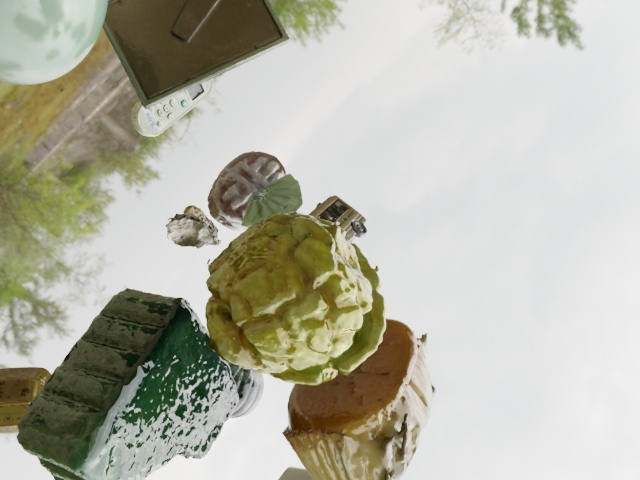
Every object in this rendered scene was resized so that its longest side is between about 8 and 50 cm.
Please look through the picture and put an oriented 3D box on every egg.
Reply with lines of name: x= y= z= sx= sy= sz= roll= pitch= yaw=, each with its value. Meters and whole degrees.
egg: x=-0.464 y=-0.401 z=0.928 sx=0.276 sy=0.276 sz=0.389 roll=-57 pitch=-176 yaw=-29

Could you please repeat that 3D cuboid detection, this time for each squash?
squash: x=-0.256 y=0.385 z=1.674 sx=0.172 sy=0.218 sz=0.218 roll=-49 pitch=-160 yaw=6

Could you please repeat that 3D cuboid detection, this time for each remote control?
remote control: x=-0.313 y=-0.300 z=1.304 sx=0.042 sy=0.078 sz=0.221 roll=11 pitch=-132 yaw=39

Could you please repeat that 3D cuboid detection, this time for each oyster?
oyster: x=-0.224 y=-0.026 z=1.099 sx=0.148 sy=0.103 sz=0.051 roll=133 pitch=-34 yaw=-70

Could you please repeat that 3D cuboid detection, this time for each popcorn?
popcorn: x=-0.040 y=0.083 z=0.969 sx=0.247 sy=0.282 sz=0.282 roll=-30 pitch=-155 yaw=33

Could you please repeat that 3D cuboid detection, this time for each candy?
candy: x=-0.238 y=-0.159 z=2.004 sx=0.289 sy=0.214 sz=0.157 roll=-50 pitch=-172 yaw=-32

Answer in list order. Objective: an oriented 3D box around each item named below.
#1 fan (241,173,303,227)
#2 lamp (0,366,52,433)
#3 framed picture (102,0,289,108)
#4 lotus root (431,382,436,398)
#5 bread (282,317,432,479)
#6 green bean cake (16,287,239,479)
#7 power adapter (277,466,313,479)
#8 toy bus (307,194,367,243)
fan: x=-0.118 y=-0.100 z=1.582 sx=0.240 sy=0.131 sz=0.009 roll=-53 pitch=165 yaw=-41
lamp: x=-0.757 y=0.395 z=1.525 sx=0.161 sy=0.185 sz=0.161 roll=179 pitch=-90 yaw=-81
framed picture: x=-0.255 y=-0.432 z=1.221 sx=0.324 sy=0.240 sz=0.020 roll=-28 pitch=177 yaw=-8
lotus root: x=0.173 y=0.347 z=1.563 sx=0.180 sy=0.188 sz=0.199 roll=-25 pitch=178 yaw=13
bread: x=0.073 y=0.284 z=1.129 sx=0.236 sy=0.183 sz=0.388 roll=-19 pitch=-167 yaw=21
green bean cake: x=-0.298 y=0.274 z=1.002 sx=0.169 sy=0.300 sz=0.308 roll=8 pitch=-134 yaw=24
power adapter: x=-0.036 y=0.575 z=1.302 sx=0.255 sy=0.124 sz=0.187 roll=0 pitch=-166 yaw=25
toy bus: x=0.000 y=0.000 z=1.593 sx=0.139 sy=0.157 sz=0.289 roll=-49 pitch=177 yaw=36
